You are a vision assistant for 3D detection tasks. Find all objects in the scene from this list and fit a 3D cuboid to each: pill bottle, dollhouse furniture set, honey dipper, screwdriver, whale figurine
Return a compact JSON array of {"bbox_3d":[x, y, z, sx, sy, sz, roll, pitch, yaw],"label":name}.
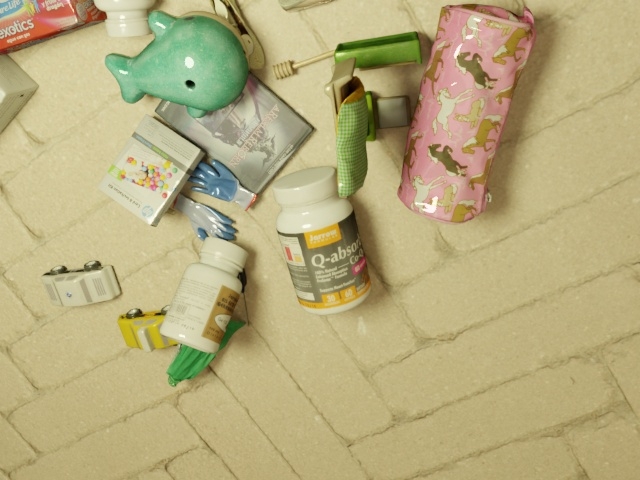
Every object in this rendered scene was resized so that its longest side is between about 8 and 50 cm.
[{"bbox_3d":[-0.242,0.116,1.289,0.131,0.131,0.229,20,74,1],"label":"pill bottle"},{"bbox_3d":[0.104,-0.222,1.026,0.152,0.301,0.197,-4,118,9],"label":"dollhouse furniture set"},{"bbox_3d":[-0.014,-0.345,1.149,0.161,0.030,0.030,-14,111,13],"label":"honey dipper"},{"bbox_3d":[-0.366,-0.477,1.105,0.112,0.112,0.186,2,115,9],"label":"pill bottle"},{"bbox_3d":[0.000,0.000,1.229,0.162,0.162,0.278,-10,112,14],"label":"pill bottle"},{"bbox_3d":[-0.182,0.133,1.400,0.025,0.024,0.169,-9,118,-18],"label":"screwdriver"},{"bbox_3d":[-0.269,-0.310,1.104,0.272,0.141,0.216,-7,131,12],"label":"whale figurine"}]

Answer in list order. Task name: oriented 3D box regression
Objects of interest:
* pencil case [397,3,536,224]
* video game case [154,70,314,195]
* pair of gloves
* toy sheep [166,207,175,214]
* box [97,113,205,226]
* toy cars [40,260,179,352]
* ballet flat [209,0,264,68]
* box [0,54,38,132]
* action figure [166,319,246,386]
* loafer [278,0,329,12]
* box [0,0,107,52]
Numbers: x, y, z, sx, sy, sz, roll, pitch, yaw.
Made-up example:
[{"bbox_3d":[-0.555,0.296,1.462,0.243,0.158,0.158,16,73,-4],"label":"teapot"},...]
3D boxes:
[{"bbox_3d":[0.259,-0.228,1.083,0.167,0.160,0.385,-3,118,-25],"label":"pencil case"},{"bbox_3d":[-0.178,-0.248,1.225,0.274,0.026,0.196,40,115,-8],"label":"video game case"},{"bbox_3d":[-0.236,-0.079,1.299,0.159,0.023,0.198,33,123,-4],"label":"pair of gloves"},{"bbox_3d":[-0.370,-0.091,1.296,0.132,0.091,0.091,32,117,14],"label":"toy sheep"},{"bbox_3d":[-0.349,-0.145,1.237,0.145,0.038,0.186,34,91,9],"label":"box"},{"bbox_3d":[-0.496,0.169,1.435,0.394,0.087,0.176,30,115,-4],"label":"toy cars"},{"bbox_3d":[-0.165,-0.397,1.138,0.057,0.052,0.168,-25,108,19],"label":"ballet flat"},{"bbox_3d":[-0.729,-0.319,1.237,0.181,0.119,0.182,-39,103,23],"label":"box"},{"bbox_3d":[-0.297,0.259,1.425,0.137,0.063,0.232,27,106,-39],"label":"action figure"},{"bbox_3d":[-0.015,-0.451,1.100,0.125,0.039,0.045,-11,79,11],"label":"loafer"},{"bbox_3d":[-0.560,-0.443,1.145,0.257,0.128,0.122,-12,110,15],"label":"box"}]
